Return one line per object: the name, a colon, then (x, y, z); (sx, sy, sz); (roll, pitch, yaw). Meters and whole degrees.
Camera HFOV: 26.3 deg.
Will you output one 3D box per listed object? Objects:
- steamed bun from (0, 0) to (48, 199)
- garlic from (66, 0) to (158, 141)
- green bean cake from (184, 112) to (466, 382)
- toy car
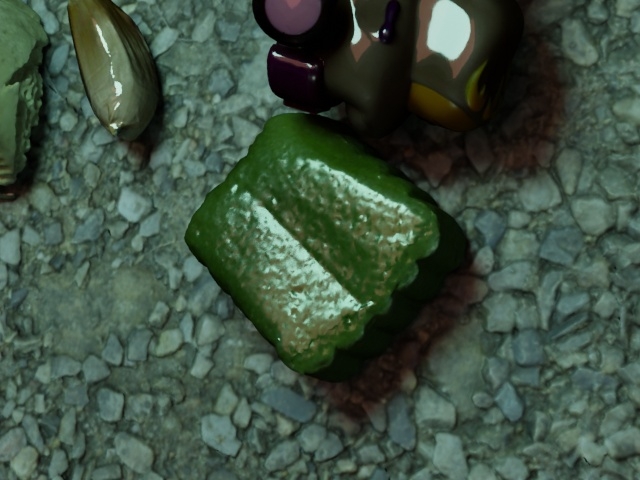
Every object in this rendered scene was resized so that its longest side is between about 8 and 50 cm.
steamed bun: (-0.486, -0.218, 1.632); (0.290, 0.273, 0.272); (-6, 63, 12)
garlic: (-0.238, -0.184, 1.561); (0.090, 0.128, 0.198); (-14, 72, 6)
green bean cake: (0.000, 0.000, 1.425); (0.222, 0.125, 0.248); (-48, 68, 8)
toy car: (0.090, -0.265, 1.354); (0.240, 0.271, 0.341); (16, 104, 12)
